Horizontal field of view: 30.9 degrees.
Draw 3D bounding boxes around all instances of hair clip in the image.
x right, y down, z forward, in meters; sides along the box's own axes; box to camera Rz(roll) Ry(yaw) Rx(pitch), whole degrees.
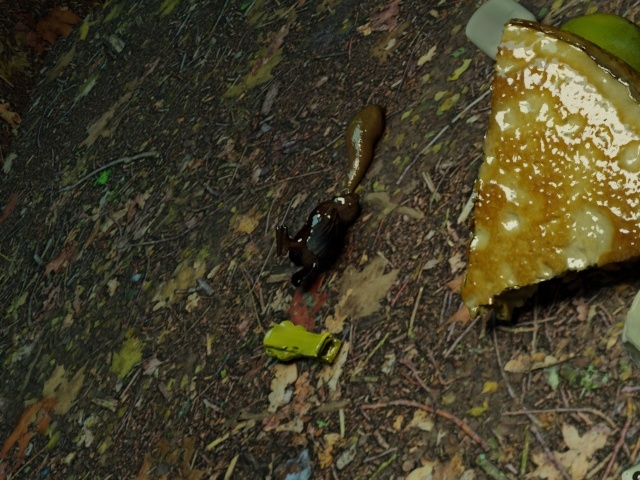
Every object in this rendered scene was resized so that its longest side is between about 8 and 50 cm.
[{"bbox_3d":[-0.036,0.172,1.960,0.173,0.046,0.072,-1,53,50],"label":"hair clip"}]

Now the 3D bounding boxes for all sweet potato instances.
[{"bbox_3d":[0.075,-0.186,2.189,0.068,0.068,0.226,-13,47,46],"label":"sweet potato"}]

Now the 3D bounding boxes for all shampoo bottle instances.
[{"bbox_3d":[0.335,-0.366,2.054,0.108,0.051,0.221,-42,31,8],"label":"shampoo bottle"}]

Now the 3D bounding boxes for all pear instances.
[{"bbox_3d":[0.437,-0.241,1.698,0.216,0.166,0.180,18,37,19],"label":"pear"}]

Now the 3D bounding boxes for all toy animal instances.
[{"bbox_3d":[0.006,-0.006,2.082,0.179,0.116,0.218,-28,-3,-14],"label":"toy animal"}]

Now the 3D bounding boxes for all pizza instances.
[{"bbox_3d":[0.325,-0.062,1.614,0.406,0.130,0.440,-53,56,26],"label":"pizza"}]

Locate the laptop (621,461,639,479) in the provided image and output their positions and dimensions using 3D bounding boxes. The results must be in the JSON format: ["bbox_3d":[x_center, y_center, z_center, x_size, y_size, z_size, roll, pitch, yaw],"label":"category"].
[{"bbox_3d":[0.460,0.259,1.251,0.269,0.015,0.188,-37,32,22],"label":"laptop"}]

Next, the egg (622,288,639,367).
[{"bbox_3d":[0.453,0.086,1.290,0.217,0.183,0.183,-38,30,-4],"label":"egg"}]
